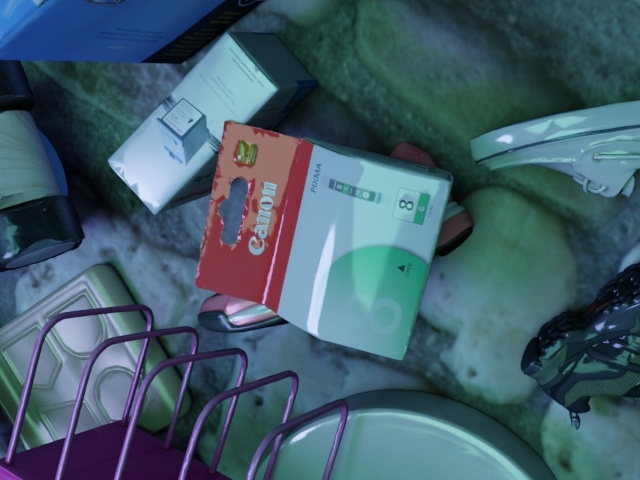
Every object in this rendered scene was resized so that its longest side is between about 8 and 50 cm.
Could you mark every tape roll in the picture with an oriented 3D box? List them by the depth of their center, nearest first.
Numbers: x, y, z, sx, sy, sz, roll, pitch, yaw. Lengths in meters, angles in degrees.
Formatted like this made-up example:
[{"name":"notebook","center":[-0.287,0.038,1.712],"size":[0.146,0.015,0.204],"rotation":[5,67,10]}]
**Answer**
[{"name":"tape roll","center":[0.095,0.361,0.997],"size":[0.391,0.072,0.392],"rotation":[3,100,18]}]

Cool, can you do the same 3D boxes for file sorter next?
[{"name":"file sorter","center":[-0.144,0.200,0.920],"size":[0.290,0.202,0.182],"rotation":[21,101,25]}]

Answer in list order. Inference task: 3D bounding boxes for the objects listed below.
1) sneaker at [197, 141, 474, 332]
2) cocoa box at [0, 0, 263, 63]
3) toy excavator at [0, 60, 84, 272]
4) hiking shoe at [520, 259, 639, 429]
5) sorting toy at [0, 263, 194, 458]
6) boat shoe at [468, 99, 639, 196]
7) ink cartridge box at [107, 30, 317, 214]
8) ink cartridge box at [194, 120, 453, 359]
[{"name":"sneaker","center":[0.001,0.000,0.956],"size":[0.313,0.116,0.136],"rotation":[-25,81,14]},{"name":"cocoa box","center":[-0.184,-0.316,0.817],"size":[0.228,0.347,0.231],"rotation":[-33,88,21]},{"name":"toy excavator","center":[-0.530,0.001,1.059],"size":[0.445,0.432,0.222],"rotation":[-28,84,63]},{"name":"hiking shoe","center":[0.315,0.096,0.879],"size":[0.227,0.086,0.114],"rotation":[-36,101,26]},{"name":"sorting toy","center":[-0.271,0.209,1.111],"size":[0.229,0.041,0.307],"rotation":[-32,90,17]},{"name":"boat shoe","center":[0.278,-0.083,0.846],"size":[0.267,0.096,0.088],"rotation":[-7,93,11]},{"name":"ink cartridge box","center":[-0.110,-0.126,0.938],"size":[0.082,0.139,0.190],"rotation":[47,111,3]},{"name":"ink cartridge box","center":[-0.004,-0.002,0.851],"size":[0.224,0.056,0.181],"rotation":[14,106,3]}]
